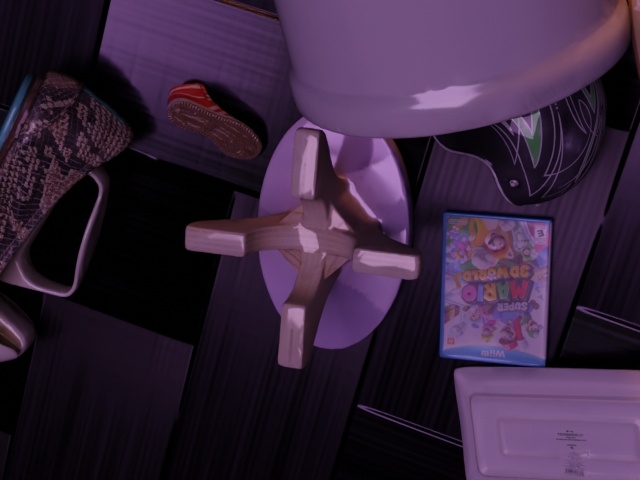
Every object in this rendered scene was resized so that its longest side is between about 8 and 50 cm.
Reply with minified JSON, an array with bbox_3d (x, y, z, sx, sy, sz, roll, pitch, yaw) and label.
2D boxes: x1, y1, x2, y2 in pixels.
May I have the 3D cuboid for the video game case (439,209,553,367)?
[{"bbox_3d":[0.191,0.053,1.674,0.119,0.015,0.166,5,105,16],"label":"video game case"}]

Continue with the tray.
[{"bbox_3d":[0.272,0.211,1.658,0.270,0.030,0.145,-1,105,28],"label":"tray"}]

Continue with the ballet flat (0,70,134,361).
[{"bbox_3d":[-0.372,0.029,1.779,0.182,0.164,0.483,32,110,-15],"label":"ballet flat"}]

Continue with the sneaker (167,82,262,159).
[{"bbox_3d":[-0.119,-0.136,1.712,0.118,0.067,0.042,28,111,-24],"label":"sneaker"}]

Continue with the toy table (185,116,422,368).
[{"bbox_3d":[0.000,0.000,1.642,0.252,0.161,0.274,-4,102,18],"label":"toy table"}]

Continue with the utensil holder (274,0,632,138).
[{"bbox_3d":[0.089,-0.335,1.379,0.328,0.327,0.385,-6,117,18],"label":"utensil holder"}]

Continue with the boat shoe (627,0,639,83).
[{"bbox_3d":[0.365,-0.299,1.477,0.123,0.123,0.342,4,99,17],"label":"boat shoe"}]

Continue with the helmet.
[{"bbox_3d":[0.209,-0.126,1.545,0.161,0.169,0.169,33,112,24],"label":"helmet"}]
